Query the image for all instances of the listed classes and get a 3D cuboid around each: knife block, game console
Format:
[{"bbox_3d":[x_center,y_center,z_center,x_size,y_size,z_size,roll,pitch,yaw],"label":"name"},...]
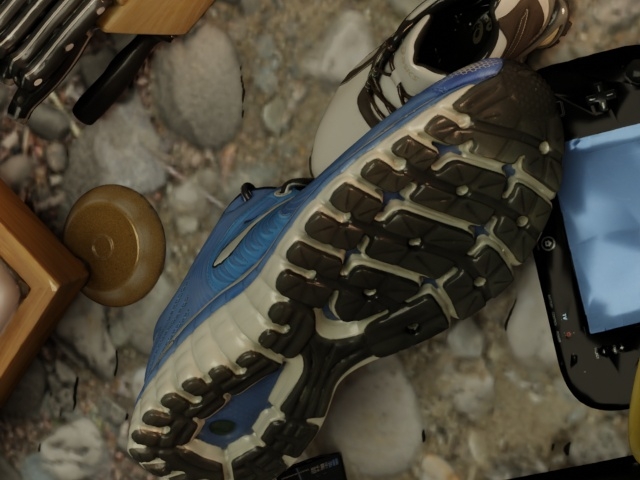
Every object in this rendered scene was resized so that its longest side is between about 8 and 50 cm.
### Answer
[{"bbox_3d":[-0.103,-0.191,1.153,0.275,0.242,0.088,-35,74,-21],"label":"knife block"},{"bbox_3d":[0.172,0.073,1.003,0.213,0.044,0.361,-12,80,3],"label":"game console"}]

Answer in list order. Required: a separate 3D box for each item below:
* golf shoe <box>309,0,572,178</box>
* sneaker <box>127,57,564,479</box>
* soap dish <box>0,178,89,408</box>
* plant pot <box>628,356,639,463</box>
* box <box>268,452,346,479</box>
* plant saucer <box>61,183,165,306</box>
[{"bbox_3d":[0.052,-0.096,1.063,0.198,0.094,0.077,-44,75,24],"label":"golf shoe"},{"bbox_3d":[0.000,0.000,1.037,0.330,0.129,0.147,-41,36,27],"label":"sneaker"},{"bbox_3d":[-0.307,0.016,1.232,0.291,0.118,0.229,45,115,20],"label":"soap dish"},{"bbox_3d":[0.305,0.035,0.857,0.239,0.254,0.254,23,105,2],"label":"plant pot"},{"bbox_3d":[-0.008,0.171,1.116,0.018,0.083,0.067,-13,87,29],"label":"box"},{"bbox_3d":[-0.143,0.004,1.213,0.083,0.015,0.083,2,95,27],"label":"plant saucer"}]
